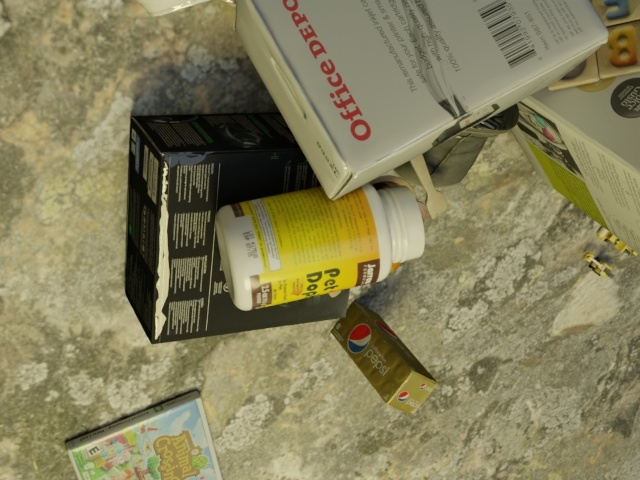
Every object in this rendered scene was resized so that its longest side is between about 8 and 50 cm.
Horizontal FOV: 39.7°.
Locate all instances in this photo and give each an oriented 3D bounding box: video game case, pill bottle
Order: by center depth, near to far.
[{"bbox_3d":[0.000,0.000,0.972,0.214,0.117,0.117,-12,123,-11],"label":"pill bottle"},{"bbox_3d":[-0.244,0.334,1.278,0.193,0.023,0.212,-20,125,-17],"label":"video game case"}]

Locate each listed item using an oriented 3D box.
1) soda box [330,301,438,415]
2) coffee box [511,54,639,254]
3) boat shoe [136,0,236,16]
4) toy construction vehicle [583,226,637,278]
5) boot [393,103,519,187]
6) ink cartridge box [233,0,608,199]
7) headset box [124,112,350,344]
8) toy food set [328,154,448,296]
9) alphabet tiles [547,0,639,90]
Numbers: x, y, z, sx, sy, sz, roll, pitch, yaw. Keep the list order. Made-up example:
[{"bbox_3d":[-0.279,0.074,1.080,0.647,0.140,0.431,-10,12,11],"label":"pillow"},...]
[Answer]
[{"bbox_3d":[0.088,0.165,1.259,0.058,0.181,0.061,30,101,-37],"label":"soda box"},{"bbox_3d":[0.460,-0.184,1.114,0.337,0.334,0.338,-46,144,2],"label":"coffee box"},{"bbox_3d":[-0.067,-0.289,0.967,0.277,0.098,0.096,-26,125,-15],"label":"boat shoe"},{"bbox_3d":[0.490,0.021,1.485,0.098,0.035,0.086,36,97,-38],"label":"toy construction vehicle"},{"bbox_3d":[0.134,-0.134,1.127,0.189,0.208,0.076,13,77,-12],"label":"boot"},{"bbox_3d":[0.095,-0.214,0.911,0.307,0.129,0.223,-29,85,-12],"label":"ink cartridge box"},{"bbox_3d":[-0.084,-0.024,1.090,0.283,0.131,0.246,-6,119,-25],"label":"headset box"},{"bbox_3d":[0.074,-0.016,1.076,0.192,0.038,0.132,-38,130,-8],"label":"toy food set"},{"bbox_3d":[0.326,-0.348,1.000,0.011,0.285,0.343,22,63,-63],"label":"alphabet tiles"}]
